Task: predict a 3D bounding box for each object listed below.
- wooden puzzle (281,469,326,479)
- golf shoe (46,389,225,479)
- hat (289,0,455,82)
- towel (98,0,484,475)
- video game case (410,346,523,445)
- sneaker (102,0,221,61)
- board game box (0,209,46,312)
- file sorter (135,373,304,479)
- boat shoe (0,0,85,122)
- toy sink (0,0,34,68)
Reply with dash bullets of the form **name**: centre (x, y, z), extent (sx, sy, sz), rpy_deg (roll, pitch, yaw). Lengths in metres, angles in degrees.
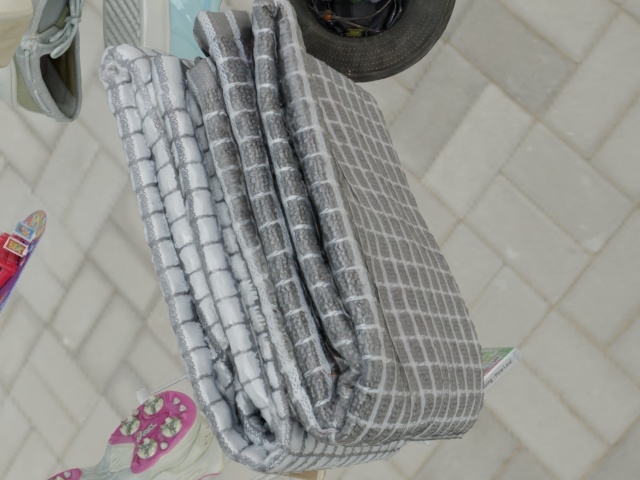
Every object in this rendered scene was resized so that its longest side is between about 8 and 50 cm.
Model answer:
- **wooden puzzle**: centre (-0.020, 0.175, 1.041), extent (0.014, 0.078, 0.116), rpy_deg (-4, 79, 54)
- **golf shoe**: centre (-0.246, 0.319, 1.421), extent (0.306, 0.140, 0.115), rpy_deg (-37, 43, 1)
- **hat**: centre (0.067, -0.397, 1.801), extent (0.331, 0.134, 0.331), rpy_deg (-1, 87, 12)
- **towel**: centre (0.000, 0.000, 0.752), extent (0.121, 0.235, 0.284), rpy_deg (-23, 75, 20)
- **video game case**: centre (0.182, 0.225, 1.728), extent (0.023, 0.193, 0.212), rpy_deg (52, 163, -6)
- **sneaker**: centre (-0.165, -0.348, 1.356), extent (0.135, 0.150, 0.366), rpy_deg (10, 97, 50)
- **board game box**: centre (-0.375, 0.031, 1.345), extent (0.133, 0.033, 0.169), rpy_deg (3, 64, 61)
- **file sorter**: centre (-0.155, 0.359, 1.925), extent (0.278, 0.173, 0.193), rpy_deg (50, 159, 41)
- **boat shoe**: centre (-0.318, -0.237, 1.372), extent (0.103, 0.118, 0.320), rpy_deg (29, 152, -4)
- **toy sink**: centre (-0.330, -0.248, 0.889), extent (0.131, 0.153, 0.234), rpy_deg (-26, 79, 63)
